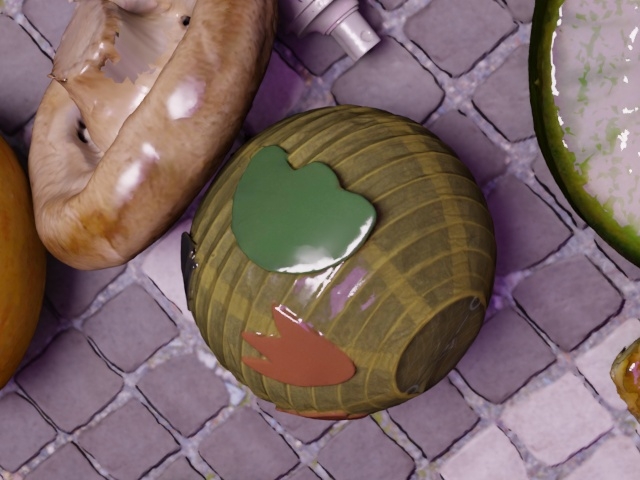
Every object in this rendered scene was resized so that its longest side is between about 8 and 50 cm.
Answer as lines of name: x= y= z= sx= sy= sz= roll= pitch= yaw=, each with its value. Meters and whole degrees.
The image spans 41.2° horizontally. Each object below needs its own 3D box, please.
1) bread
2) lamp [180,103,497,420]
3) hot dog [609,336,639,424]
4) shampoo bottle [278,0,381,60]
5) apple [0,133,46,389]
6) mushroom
bread: x=0.346 y=-0.139 z=0.663 sx=0.382 sy=0.129 sz=0.366 roll=37 pitch=104 yaw=0
lamp: x=0.000 y=0.000 z=0.679 sx=0.284 sy=0.250 sz=0.250 roll=43 pitch=104 yaw=33
hot dog: x=0.348 y=0.212 z=0.756 sx=0.083 sy=0.068 sz=0.289 roll=-30 pitch=92 yaw=-13
shampoo bottle: x=-0.059 y=-0.272 z=0.700 sx=0.092 sy=0.092 sz=0.303 roll=-39 pitch=94 yaw=11
apple: x=-0.374 y=0.021 z=0.680 sx=0.299 sy=0.299 sz=0.275 roll=-4 pitch=92 yaw=7
mushroom: x=-0.136 y=-0.112 z=0.664 sx=0.146 sy=0.278 sz=0.278 roll=30 pitch=104 yaw=-38
